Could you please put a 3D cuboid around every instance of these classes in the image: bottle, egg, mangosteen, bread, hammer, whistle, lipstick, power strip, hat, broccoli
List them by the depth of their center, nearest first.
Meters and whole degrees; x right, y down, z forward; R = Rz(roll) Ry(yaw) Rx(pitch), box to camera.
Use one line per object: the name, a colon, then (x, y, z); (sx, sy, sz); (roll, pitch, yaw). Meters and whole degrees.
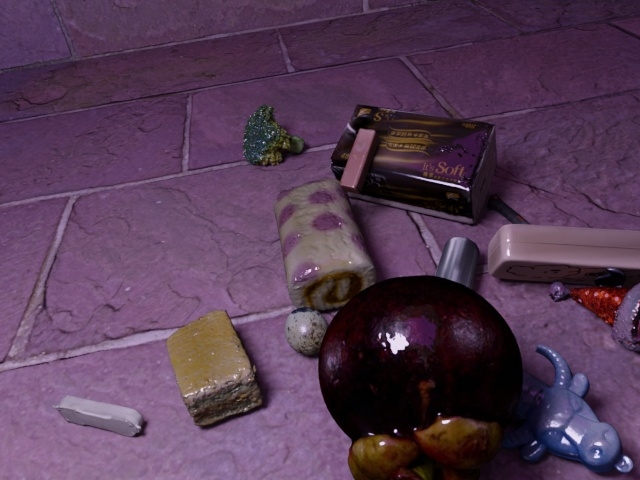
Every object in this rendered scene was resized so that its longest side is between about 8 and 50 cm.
mangosteen: (0.139, 0.219, 0.767); (0.307, 0.306, 0.346); (0, 54, 9)
whistle: (0.352, 0.266, 0.830); (0.269, 0.093, 0.180); (32, 78, 40)
power strip: (-0.395, 0.309, 0.937); (0.191, 0.047, 0.030); (6, 36, 16)
bread: (-0.194, 0.228, 0.962); (0.138, 0.102, 0.196); (-19, 37, -18)
hat: (0.540, 0.122, 0.991); (0.140, 0.128, 0.227); (19, 2, -35)
egg: (-0.027, 0.171, 1.019); (0.085, 0.085, 0.110); (-12, 32, -5)
bottle: (0.272, 0.096, 1.075); (0.096, 0.079, 0.253); (38, 44, -6)
bread: (0.000, 0.000, 1.172); (0.187, 0.155, 0.338); (-12, 38, -1)
lipstick: (0.090, -0.184, 1.223); (0.045, 0.045, 0.145); (15, 79, 27)
hammer: (0.481, -0.027, 1.225); (0.111, 0.033, 0.287); (-20, 40, -14)
broccoli: (-0.137, -0.312, 1.606); (0.194, 0.194, 0.220); (-20, 16, -15)

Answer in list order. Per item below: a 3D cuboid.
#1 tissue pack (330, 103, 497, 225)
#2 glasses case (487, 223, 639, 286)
tissue pack: (0.238, -0.183, 1.312); (0.370, 0.198, 0.210); (15, 64, 25)
glasses case: (0.509, 0.032, 1.030); (0.337, 0.144, 0.076); (3, 72, 6)
